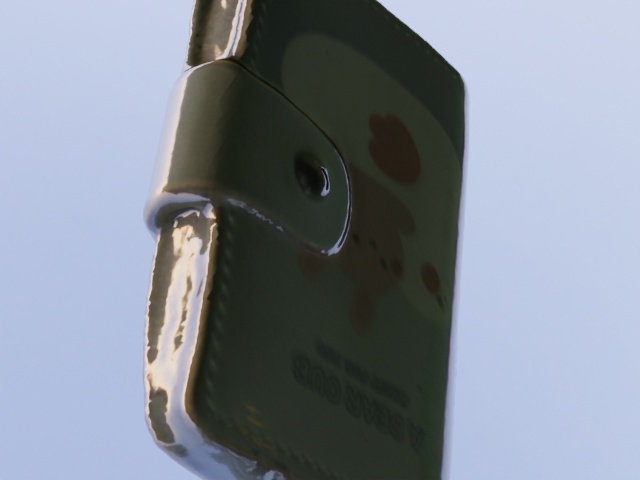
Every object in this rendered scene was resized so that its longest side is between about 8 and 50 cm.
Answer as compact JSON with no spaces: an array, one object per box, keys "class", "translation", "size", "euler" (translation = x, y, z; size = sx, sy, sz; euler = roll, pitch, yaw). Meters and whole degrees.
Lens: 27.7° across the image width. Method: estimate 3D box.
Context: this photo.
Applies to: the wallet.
[{"class":"wallet","translation":[0.000,0.000,0.778],"size":[0.252,0.083,0.360],"euler":[34,-132,-37]}]
